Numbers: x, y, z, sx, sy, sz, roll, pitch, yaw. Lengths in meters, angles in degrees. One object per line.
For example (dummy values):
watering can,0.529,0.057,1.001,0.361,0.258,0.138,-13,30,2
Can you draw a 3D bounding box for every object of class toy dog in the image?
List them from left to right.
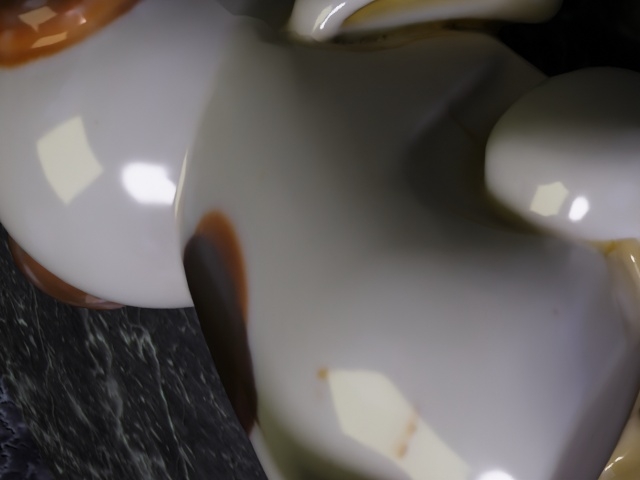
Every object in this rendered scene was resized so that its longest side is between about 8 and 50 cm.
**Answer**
toy dog,0.000,0.000,0.738,0.408,0.395,0.284,33,149,30
